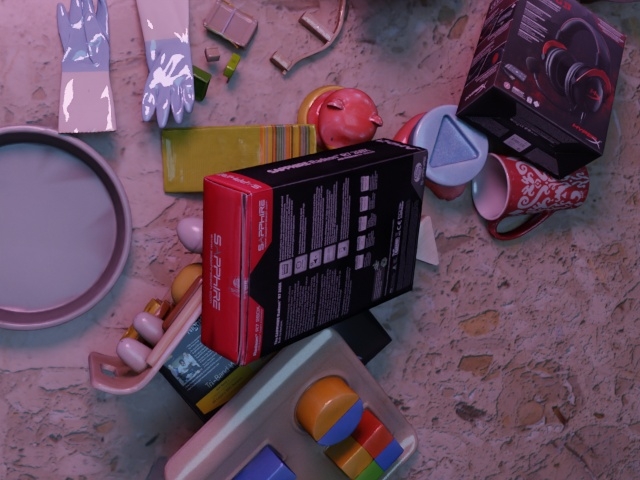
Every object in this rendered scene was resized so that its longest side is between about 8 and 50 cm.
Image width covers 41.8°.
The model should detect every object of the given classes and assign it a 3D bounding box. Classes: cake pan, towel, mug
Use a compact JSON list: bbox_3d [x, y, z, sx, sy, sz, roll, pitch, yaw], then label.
[{"bbox_3d":[-0.423,-0.018,1.210,0.293,0.054,0.293,-1,93,-17],"label":"cake pan"},{"bbox_3d":[-0.123,-0.124,1.273,0.237,0.021,0.102,-1,92,3],"label":"towel"},{"bbox_3d":[0.353,-0.085,1.431,0.169,0.150,0.113,-5,57,-21],"label":"mug"}]

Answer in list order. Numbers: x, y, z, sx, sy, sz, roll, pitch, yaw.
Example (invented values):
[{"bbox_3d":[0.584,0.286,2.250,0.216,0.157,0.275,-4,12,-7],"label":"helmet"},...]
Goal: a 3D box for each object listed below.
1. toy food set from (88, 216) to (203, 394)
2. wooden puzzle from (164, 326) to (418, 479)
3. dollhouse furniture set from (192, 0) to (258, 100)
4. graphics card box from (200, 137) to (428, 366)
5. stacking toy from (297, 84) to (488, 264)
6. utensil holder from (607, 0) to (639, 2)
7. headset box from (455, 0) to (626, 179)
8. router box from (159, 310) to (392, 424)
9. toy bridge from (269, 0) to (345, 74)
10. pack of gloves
[{"bbox_3d":[-0.223,0.066,1.188,0.092,0.220,0.306,39,82,-15],"label":"toy food set"},{"bbox_3d":[-0.017,0.338,1.271,0.322,0.080,0.348,-44,128,-9],"label":"wooden puzzle"},{"bbox_3d":[-0.159,-0.292,1.295,0.076,0.058,0.152,27,65,-9],"label":"dollhouse furniture set"},{"bbox_3d":[0.000,0.000,1.146,0.371,0.094,0.233,-19,119,-45],"label":"graphics card box"},{"bbox_3d":[0.116,-0.099,1.330,0.309,0.130,0.280,7,90,-17],"label":"stacking toy"},{"bbox_3d":[0.503,-0.626,1.325,0.327,0.327,0.385,32,84,-16],"label":"utensil holder"},{"bbox_3d":[0.367,-0.282,1.367,0.218,0.110,0.293,29,61,-14],"label":"headset box"},{"bbox_3d":[-0.080,0.161,1.306,0.309,0.081,0.243,-40,103,-12],"label":"router box"},{"bbox_3d":[-0.005,-0.338,1.337,0.063,0.026,0.188,37,82,-16],"label":"toy bridge"},{"bbox_3d":[-0.287,-0.266,1.239,0.195,0.046,0.232,-4,78,-5],"label":"pack of gloves"}]
